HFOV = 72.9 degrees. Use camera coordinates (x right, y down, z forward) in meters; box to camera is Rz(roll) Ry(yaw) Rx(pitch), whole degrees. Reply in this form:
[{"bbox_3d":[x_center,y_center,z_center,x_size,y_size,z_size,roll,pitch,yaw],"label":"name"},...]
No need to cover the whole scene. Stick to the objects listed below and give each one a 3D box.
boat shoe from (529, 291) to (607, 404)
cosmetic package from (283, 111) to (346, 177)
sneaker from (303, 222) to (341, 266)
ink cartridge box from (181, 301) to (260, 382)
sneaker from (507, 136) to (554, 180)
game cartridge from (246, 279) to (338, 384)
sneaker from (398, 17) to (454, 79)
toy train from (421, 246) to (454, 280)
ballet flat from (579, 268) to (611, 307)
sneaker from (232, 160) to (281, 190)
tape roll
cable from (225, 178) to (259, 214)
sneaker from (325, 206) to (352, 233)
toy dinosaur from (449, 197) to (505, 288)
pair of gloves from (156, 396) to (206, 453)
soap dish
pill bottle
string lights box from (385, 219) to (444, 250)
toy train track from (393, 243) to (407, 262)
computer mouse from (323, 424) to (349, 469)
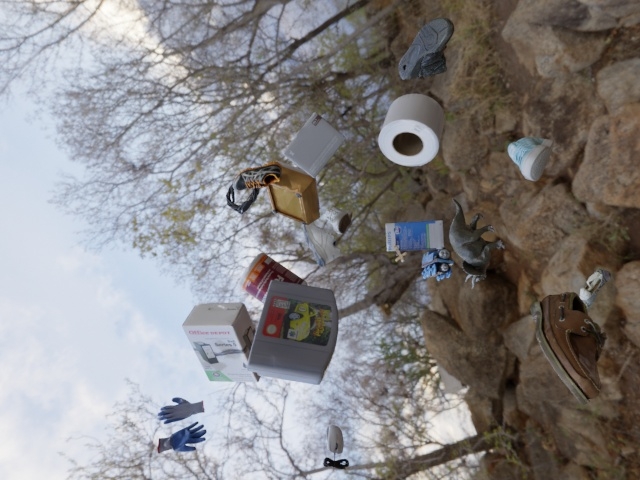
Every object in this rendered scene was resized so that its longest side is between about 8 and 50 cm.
[{"bbox_3d":[0.497,0.186,0.855,0.111,0.104,0.307,50,-155,-9],"label":"boat shoe"},{"bbox_3d":[-0.019,-0.237,1.103,0.107,0.127,0.238,37,-172,-11],"label":"cosmetic package"},{"bbox_3d":[0.000,0.000,2.122,0.111,0.129,0.297,88,158,-52],"label":"sneaker"},{"bbox_3d":[-0.323,0.354,1.489,0.115,0.198,0.273,-68,-32,-54],"label":"ink cartridge box"},{"bbox_3d":[0.780,-0.317,1.650,0.366,0.150,0.135,-27,-52,-53],"label":"sneaker"},{"bbox_3d":[-0.054,0.213,1.067,0.195,0.060,0.294,12,-146,-3],"label":"game cartridge"},{"bbox_3d":[0.333,-0.553,1.253,0.130,0.227,0.087,-13,-104,-22],"label":"sneaker"},{"bbox_3d":[0.424,0.086,1.579,0.184,0.080,0.105,110,167,-78],"label":"toy train"},{"bbox_3d":[0.676,0.119,1.085,0.041,0.114,0.041,27,-166,-7],"label":"ballet flat"},{"bbox_3d":[-0.255,-0.248,1.752,0.084,0.214,0.083,58,-167,-55],"label":"sneaker"},{"bbox_3d":[0.375,-0.449,1.777,0.246,0.246,0.169,46,-130,-33],"label":"tape roll"},{"bbox_3d":[-0.357,-0.220,1.989,0.150,0.185,0.047,44,-160,25],"label":"cable"},{"bbox_3d":[0.071,-0.098,2.061,0.290,0.123,0.106,-33,-43,-76],"label":"sneaker"},{"bbox_3d":[0.517,0.006,1.483,0.314,0.160,0.121,58,-171,-6],"label":"toy dinosaur"},{"bbox_3d":[-0.462,0.609,1.442,0.198,0.159,0.023,-111,17,-45],"label":"pair of gloves"},{"bbox_3d":[-0.125,-0.201,1.917,0.118,0.228,0.291,-60,-19,-25],"label":"soap dish"},{"bbox_3d":[-0.207,0.255,2.250,0.392,0.224,0.224,33,-155,3],"label":"pill bottle"},{"bbox_3d":[0.438,-0.021,2.024,0.077,0.259,0.134,-7,-85,-79],"label":"string lights box"},{"bbox_3d":[0.271,0.042,1.511,0.014,0.048,0.083,33,-154,-41],"label":"toy train track"},{"bbox_3d":[0.058,0.802,1.707,0.106,0.042,0.193,16,-151,-11],"label":"computer mouse"}]
